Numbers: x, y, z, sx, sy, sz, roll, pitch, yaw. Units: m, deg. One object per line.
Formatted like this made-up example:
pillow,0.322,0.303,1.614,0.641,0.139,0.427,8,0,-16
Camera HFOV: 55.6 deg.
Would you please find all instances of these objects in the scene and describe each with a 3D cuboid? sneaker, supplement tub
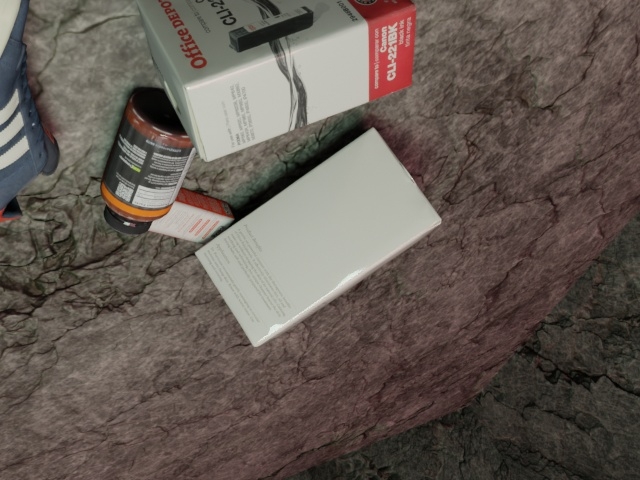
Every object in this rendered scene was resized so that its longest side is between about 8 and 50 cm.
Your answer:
sneaker,-0.355,-0.147,0.675,0.148,0.131,0.350,-3,144,-46
supplement tub,-0.239,-0.099,0.835,0.106,0.106,0.198,1,136,-39

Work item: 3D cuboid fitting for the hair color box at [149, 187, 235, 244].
hair color box,-0.217,-0.041,0.985,0.072,0.043,0.141,-45,144,21

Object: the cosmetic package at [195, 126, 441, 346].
cosmetic package,0.000,0.000,1.038,0.365,0.197,0.155,-33,172,3

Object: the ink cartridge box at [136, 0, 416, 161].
ink cartridge box,-0.055,-0.234,0.717,0.272,0.197,0.114,-24,145,-12
